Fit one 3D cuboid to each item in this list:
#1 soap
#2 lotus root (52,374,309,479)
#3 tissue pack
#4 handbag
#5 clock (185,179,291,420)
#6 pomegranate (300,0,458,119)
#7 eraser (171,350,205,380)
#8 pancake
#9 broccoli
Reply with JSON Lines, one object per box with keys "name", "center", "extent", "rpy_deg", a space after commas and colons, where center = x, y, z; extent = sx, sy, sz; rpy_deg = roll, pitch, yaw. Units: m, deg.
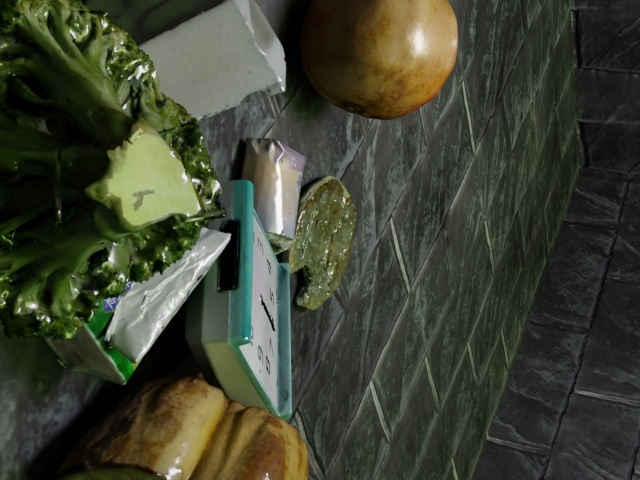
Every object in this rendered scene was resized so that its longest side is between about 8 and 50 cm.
{"name": "soap", "center": [-0.213, -0.270, 1.113], "extent": [0.302, 0.258, 0.159], "rpy_deg": [62, 5, 35]}
{"name": "lotus root", "center": [-0.159, 0.292, 1.144], "extent": [0.250, 0.316, 0.316], "rpy_deg": [-69, 154, -45]}
{"name": "tissue pack", "center": [-0.218, 0.045, 1.081], "extent": [0.209, 0.156, 0.148], "rpy_deg": [-60, 145, -34]}
{"name": "handbag", "center": [-0.075, -0.061, 1.407], "extent": [0.117, 0.095, 0.173], "rpy_deg": [23, 75, -62]}
{"name": "clock", "center": [-0.117, 0.090, 1.254], "extent": [0.231, 0.116, 0.262], "rpy_deg": [70, 13, -51]}
{"name": "pomegranate", "center": [0.096, -0.335, 1.488], "extent": [0.229, 0.252, 0.270], "rpy_deg": [28, 74, -42]}
{"name": "eraser", "center": [-0.151, 0.244, 1.418], "extent": [0.157, 0.038, 0.230], "rpy_deg": [-53, 142, -44]}
{"name": "pancake", "center": [0.000, 0.000, 1.643], "extent": [0.253, 0.037, 0.253], "rpy_deg": [-35, 130, -57]}
{"name": "broccoli", "center": [-0.235, -0.064, 0.876], "extent": [0.304, 0.283, 0.321], "rpy_deg": [-50, 122, -19]}
